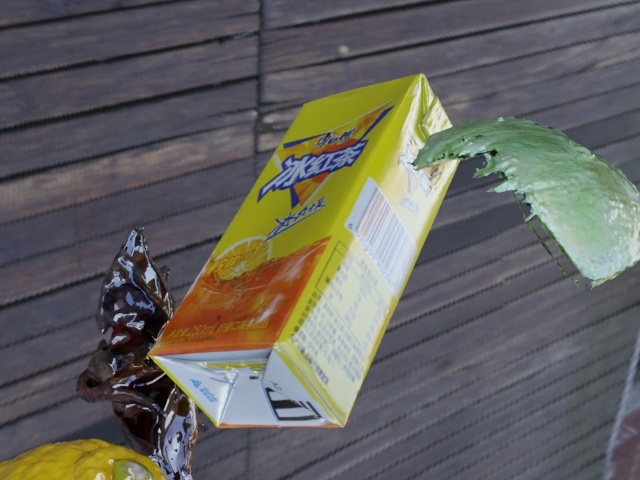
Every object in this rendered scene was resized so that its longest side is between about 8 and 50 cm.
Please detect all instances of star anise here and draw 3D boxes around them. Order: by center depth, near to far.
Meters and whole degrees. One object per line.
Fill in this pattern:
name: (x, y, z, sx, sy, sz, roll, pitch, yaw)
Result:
star anise: (-0.178, 0.119, 0.926, 0.102, 0.272, 0.272, -11, 128, 3)

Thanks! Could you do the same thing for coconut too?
coconut: (0.114, -0.028, 0.494, 0.133, 0.158, 0.055, 30, 102, -8)

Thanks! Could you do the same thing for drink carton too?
drink carton: (0.000, 0.000, 0.889, 0.111, 0.154, 0.351, 55, 44, -31)

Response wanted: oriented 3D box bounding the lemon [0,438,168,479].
lemon: (-0.147, 0.190, 0.567, 0.142, 0.142, 0.187, 2, 130, -44)
